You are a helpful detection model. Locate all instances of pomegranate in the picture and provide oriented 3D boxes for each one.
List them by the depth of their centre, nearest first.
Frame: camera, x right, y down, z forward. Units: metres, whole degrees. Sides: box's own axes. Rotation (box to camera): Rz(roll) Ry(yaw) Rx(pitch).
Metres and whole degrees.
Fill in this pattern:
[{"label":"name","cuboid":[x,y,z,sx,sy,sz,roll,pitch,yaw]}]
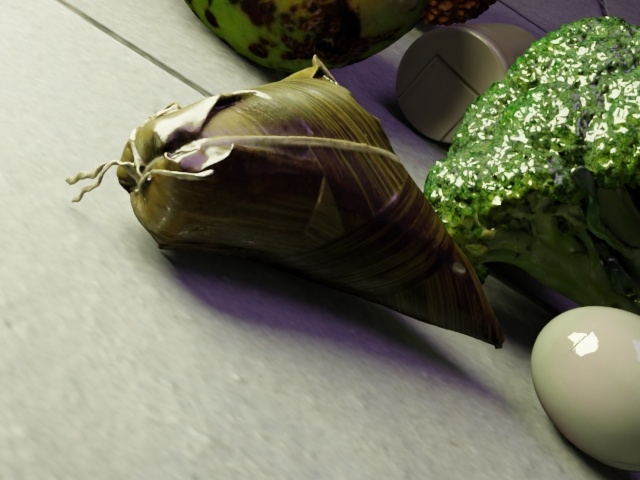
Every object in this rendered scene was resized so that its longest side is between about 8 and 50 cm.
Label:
[{"label":"pomegranate","cuboid":[-0.023,-0.264,1.495,0.242,0.242,0.306,32,1,-11]}]

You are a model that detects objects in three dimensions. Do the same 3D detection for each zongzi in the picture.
[{"label":"zongzi","cuboid":[0.000,0.000,1.103,0.241,0.111,0.247,47,28,12]}]

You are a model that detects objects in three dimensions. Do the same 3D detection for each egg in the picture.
[{"label":"egg","cuboid":[0.208,0.103,1.195,0.135,0.103,0.103,39,20,17]}]

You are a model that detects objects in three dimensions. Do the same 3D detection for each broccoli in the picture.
[{"label":"broccoli","cuboid":[0.232,-0.032,1.317,0.304,0.321,0.283,-19,85,-54]}]

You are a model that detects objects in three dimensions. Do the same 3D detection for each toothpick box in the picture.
[{"label":"toothpick box","cuboid":[0.151,-0.156,1.655,0.111,0.111,0.180,40,20,11]}]

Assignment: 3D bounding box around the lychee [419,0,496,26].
[{"label":"lychee","cuboid":[0.121,-0.327,1.905,0.188,0.188,0.188,31,21,-13]}]
